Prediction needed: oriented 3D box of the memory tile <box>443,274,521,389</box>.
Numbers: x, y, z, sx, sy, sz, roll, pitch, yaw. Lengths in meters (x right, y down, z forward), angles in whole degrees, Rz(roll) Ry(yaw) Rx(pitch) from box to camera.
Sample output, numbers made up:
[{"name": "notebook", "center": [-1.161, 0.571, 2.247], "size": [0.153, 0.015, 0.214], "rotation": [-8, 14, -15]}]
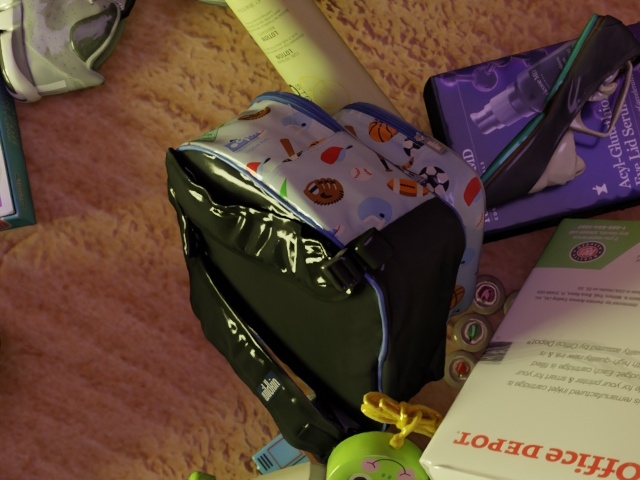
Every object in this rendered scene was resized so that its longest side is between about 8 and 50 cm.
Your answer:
[{"name": "memory tile", "center": [0.193, 0.104, 1.150], "size": [0.148, 0.012, 0.113], "rotation": [19, 86, 4]}]

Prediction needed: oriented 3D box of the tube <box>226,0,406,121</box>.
[{"name": "tube", "center": [0.008, -0.142, 1.101], "size": [0.062, 0.070, 0.240], "rotation": [-40, 113, -3]}]

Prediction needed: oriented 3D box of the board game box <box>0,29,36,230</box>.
[{"name": "board game box", "center": [-0.449, -0.100, 1.176], "size": [0.316, 0.064, 0.242], "rotation": [-11, 84, 2]}]

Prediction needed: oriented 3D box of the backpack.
[{"name": "backpack", "center": [0.000, 0.000, 1.044], "size": [0.263, 0.277, 0.213], "rotation": [33, 52, 25]}]

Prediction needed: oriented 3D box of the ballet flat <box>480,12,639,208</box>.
[{"name": "ballet flat", "center": [0.203, -0.094, 1.033], "size": [0.074, 0.074, 0.203], "rotation": [35, 85, 5]}]

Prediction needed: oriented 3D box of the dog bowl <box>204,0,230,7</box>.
[{"name": "dog bowl", "center": [-0.073, -0.379, 1.165], "size": [0.348, 0.102, 0.349], "rotation": [0, 85, 3]}]

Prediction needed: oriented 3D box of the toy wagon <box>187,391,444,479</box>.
[{"name": "toy wagon", "center": [0.005, 0.271, 1.026], "size": [0.267, 0.068, 0.344], "rotation": [19, 122, -8]}]

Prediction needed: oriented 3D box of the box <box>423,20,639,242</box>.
[{"name": "box", "center": [0.210, -0.091, 1.120], "size": [0.207, 0.108, 0.153], "rotation": [-15, 85, 1]}]

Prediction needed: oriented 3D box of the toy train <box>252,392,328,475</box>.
[{"name": "toy train", "center": [0.026, 0.227, 1.118], "size": [0.105, 0.080, 0.184], "rotation": [-39, 85, 8]}]

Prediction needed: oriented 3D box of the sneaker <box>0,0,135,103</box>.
[{"name": "sneaker", "center": [-0.243, -0.250, 1.178], "size": [0.132, 0.086, 0.229], "rotation": [-7, 94, -3]}]

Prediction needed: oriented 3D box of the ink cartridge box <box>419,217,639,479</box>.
[{"name": "ink cartridge box", "center": [0.234, 0.116, 0.962], "size": [0.198, 0.115, 0.273], "rotation": [4, 47, 42]}]
